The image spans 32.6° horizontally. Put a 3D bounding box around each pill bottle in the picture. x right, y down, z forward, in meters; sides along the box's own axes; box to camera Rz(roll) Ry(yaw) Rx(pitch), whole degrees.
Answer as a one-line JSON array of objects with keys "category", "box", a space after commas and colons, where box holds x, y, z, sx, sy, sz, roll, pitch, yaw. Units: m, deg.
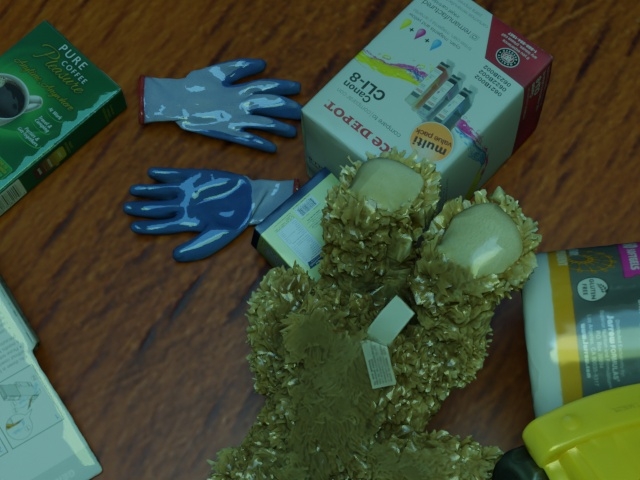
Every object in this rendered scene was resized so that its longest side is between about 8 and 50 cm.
[{"category": "pill bottle", "box": [0.294, 0.075, 0.807, 0.278, 0.162, 0.162, -7, 66, 11]}]

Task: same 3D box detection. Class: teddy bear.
[{"category": "teddy bear", "box": [0.038, 0.098, 0.812, 0.245, 0.113, 0.338, 10, 92, 25]}]

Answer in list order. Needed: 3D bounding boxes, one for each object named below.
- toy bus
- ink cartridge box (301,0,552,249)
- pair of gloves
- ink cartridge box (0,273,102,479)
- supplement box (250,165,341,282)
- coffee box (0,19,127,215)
[{"category": "toy bus", "box": [0.211, 0.231, 0.681, 0.149, 0.220, 0.211, -11, 40, -18]}, {"category": "ink cartridge box", "box": [0.087, -0.101, 0.933, 0.128, 0.127, 0.176, 39, 75, 17]}, {"category": "pair of gloves", "box": [-0.094, -0.075, 0.987, 0.159, 0.023, 0.198, 0, 71, 1]}, {"category": "ink cartridge box", "box": [-0.351, 0.150, 0.887, 0.275, 0.060, 0.239, -30, 94, -10]}, {"category": "supplement box", "box": [0.000, 0.000, 0.924, 0.083, 0.056, 0.083, -42, 84, -14]}, {"category": "coffee box", "box": [-0.280, -0.105, 1.000, 0.113, 0.040, 0.184, 40, 75, 17]}]
